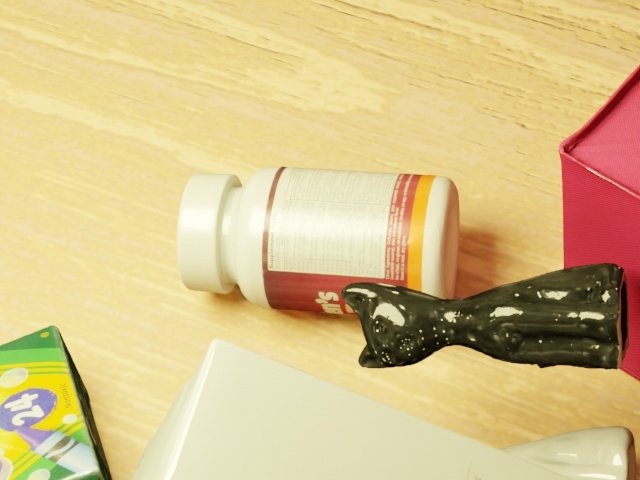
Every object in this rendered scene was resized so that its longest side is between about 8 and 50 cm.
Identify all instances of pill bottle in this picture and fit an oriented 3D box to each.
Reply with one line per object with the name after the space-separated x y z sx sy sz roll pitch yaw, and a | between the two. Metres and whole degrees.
0.000 0.000 1.448 0.221 0.121 0.121 3 57 12 | pill bottle

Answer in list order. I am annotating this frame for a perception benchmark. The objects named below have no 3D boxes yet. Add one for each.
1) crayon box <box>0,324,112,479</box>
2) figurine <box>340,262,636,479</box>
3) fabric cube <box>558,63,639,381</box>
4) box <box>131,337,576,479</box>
-0.327 0.205 1.349 0.323 0.083 0.203 -22 34 -5 | crayon box
0.127 0.125 1.308 0.210 0.214 0.092 -1 20 15 | figurine
0.352 -0.017 1.322 0.259 0.258 0.254 34 68 27 | fabric cube
0.038 0.233 1.156 0.345 0.215 0.168 22 59 -7 | box
